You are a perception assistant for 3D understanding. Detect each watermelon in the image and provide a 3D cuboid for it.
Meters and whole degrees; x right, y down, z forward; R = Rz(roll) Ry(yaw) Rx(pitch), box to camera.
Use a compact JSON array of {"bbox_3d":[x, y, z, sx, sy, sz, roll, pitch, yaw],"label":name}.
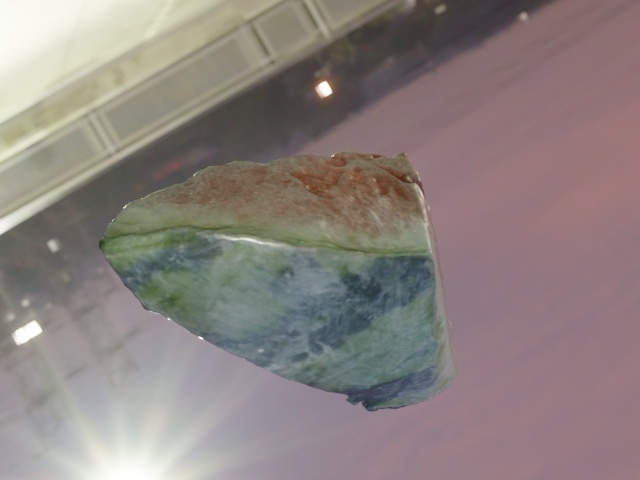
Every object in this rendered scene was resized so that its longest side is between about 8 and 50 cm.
[{"bbox_3d":[0.001,0.007,0.596,0.180,0.094,0.081,7,136,-48],"label":"watermelon"}]
